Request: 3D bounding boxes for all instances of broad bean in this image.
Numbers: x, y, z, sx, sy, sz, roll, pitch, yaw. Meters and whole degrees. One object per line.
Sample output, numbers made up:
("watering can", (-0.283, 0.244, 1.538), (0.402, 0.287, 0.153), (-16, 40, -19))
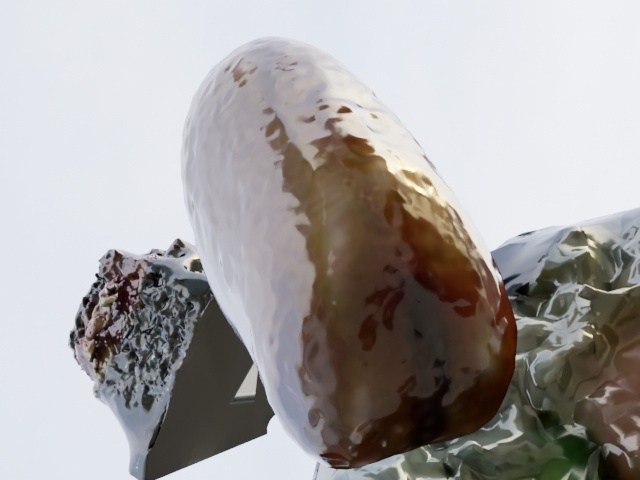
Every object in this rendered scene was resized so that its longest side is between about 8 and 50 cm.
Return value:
("broad bean", (0.000, 0.000, 0.526), (0.084, 0.165, 0.114), (-1, -59, -31))

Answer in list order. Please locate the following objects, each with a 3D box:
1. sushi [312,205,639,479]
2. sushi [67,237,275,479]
("sushi", (0.171, 0.176, 0.611), (0.328, 0.329, 0.285), (-46, -37, -16))
("sushi", (-0.136, 0.083, 1.372), (0.153, 0.150, 0.172), (-17, -57, -43))
